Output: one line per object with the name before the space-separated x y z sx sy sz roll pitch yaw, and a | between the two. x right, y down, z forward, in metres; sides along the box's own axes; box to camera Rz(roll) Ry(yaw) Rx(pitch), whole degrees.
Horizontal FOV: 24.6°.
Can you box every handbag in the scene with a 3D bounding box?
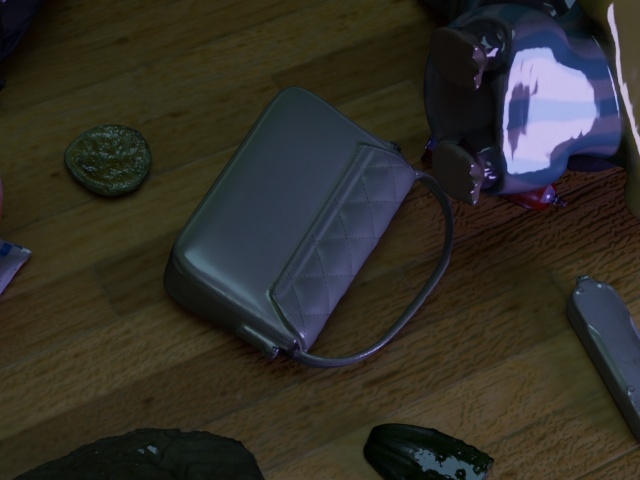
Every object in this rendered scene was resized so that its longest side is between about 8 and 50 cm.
handbag | 0.000 0.000 1.318 0.219 0.079 0.256 32 59 1

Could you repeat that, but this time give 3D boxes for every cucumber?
cucumber | 0.089 0.184 1.228 0.107 0.035 0.067 22 59 10

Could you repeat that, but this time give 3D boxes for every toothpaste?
toothpaste | -0.314 0.072 1.260 0.048 0.031 0.190 19 54 10

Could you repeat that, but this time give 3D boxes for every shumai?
shumai | -0.131 0.273 1.106 0.222 0.203 0.272 -18 26 -19

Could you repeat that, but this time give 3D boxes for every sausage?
sausage | 0.169 -0.067 1.394 0.145 0.048 0.050 26 20 11

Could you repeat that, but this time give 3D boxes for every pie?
pie | -0.197 -0.075 1.371 0.084 0.021 0.084 2 53 -3

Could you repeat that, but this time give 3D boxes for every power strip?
power strip | 0.273 0.113 1.295 0.048 0.030 0.191 -16 60 -17

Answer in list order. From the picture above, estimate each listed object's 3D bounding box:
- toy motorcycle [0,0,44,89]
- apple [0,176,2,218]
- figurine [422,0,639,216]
toy motorcycle | -0.314 -0.234 1.404 0.106 0.159 0.270 33 43 4
apple | -0.396 -0.024 1.164 0.286 0.286 0.233 -28 73 -22
figurine | 0.178 -0.184 1.385 0.361 0.266 0.378 -15 23 -29
